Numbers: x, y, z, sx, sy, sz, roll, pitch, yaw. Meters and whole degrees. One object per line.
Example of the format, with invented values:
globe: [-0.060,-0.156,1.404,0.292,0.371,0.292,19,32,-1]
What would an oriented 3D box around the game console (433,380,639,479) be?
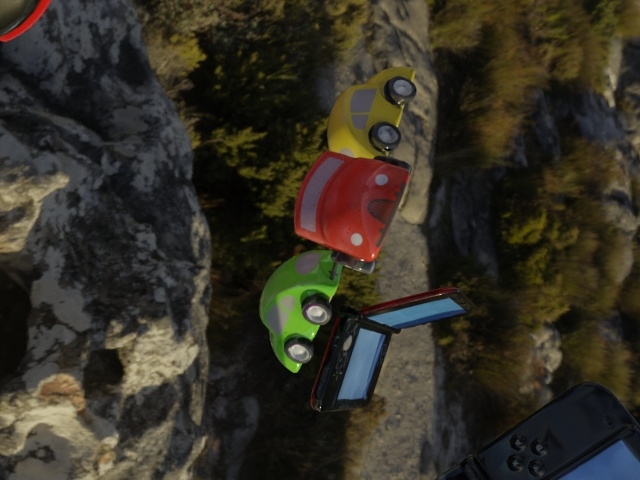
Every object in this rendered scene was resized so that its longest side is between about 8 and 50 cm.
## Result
game console: [0.234,0.307,0.556,0.293,0.250,0.173,56,12,22]

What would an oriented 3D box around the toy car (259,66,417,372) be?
toy car: [0.000,0.000,0.445,0.053,0.224,0.239,21,31,-2]

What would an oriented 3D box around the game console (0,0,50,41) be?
game console: [-0.317,-0.195,0.212,0.386,0.342,0.060,75,-1,-57]

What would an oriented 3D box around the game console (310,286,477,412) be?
game console: [0.068,0.095,0.539,0.144,0.085,0.124,32,75,-66]
